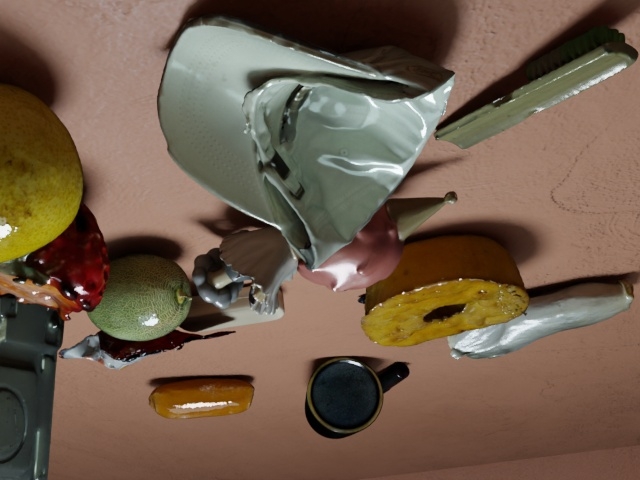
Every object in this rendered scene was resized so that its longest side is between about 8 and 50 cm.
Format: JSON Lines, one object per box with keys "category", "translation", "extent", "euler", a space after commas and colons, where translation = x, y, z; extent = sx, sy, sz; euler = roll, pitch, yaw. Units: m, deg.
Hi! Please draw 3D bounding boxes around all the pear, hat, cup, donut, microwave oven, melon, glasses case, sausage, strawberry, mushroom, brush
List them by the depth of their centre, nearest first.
{"category": "pear", "translation": [-0.359, -0.072, 0.989], "extent": [0.209, 0.208, 0.209], "euler": [-3, 155, -2]}
{"category": "hat", "translation": [-0.023, -0.139, 0.990], "extent": [0.301, 0.168, 0.258], "euler": [27, 125, -9]}
{"category": "brush", "translation": [0.235, -0.170, 1.048], "extent": [0.054, 0.048, 0.282], "euler": [14, 157, -29]}
{"category": "strawberry", "translation": [-0.379, 0.010, 1.236], "extent": [0.253, 0.150, 0.280], "euler": [7, 164, 28]}
{"category": "microwave oven", "translation": [-0.569, 0.259, 1.372], "extent": [0.247, 0.394, 0.333], "euler": [-7, 164, 22]}
{"category": "melon", "translation": [-0.276, 0.087, 1.412], "extent": [0.192, 0.139, 0.139], "euler": [-5, 158, 29]}
{"category": "donut", "translation": [0.198, 0.082, 1.501], "extent": [0.278, 0.108, 0.277], "euler": [-5, 152, -3]}
{"category": "glasses case", "translation": [-0.160, 0.120, 1.608], "extent": [0.196, 0.050, 0.083], "euler": [-9, 158, 13]}
{"category": "mushroom", "translation": [0.405, 0.143, 1.693], "extent": [0.351, 0.097, 0.109], "euler": [-18, 152, 23]}
{"category": "cup", "translation": [0.080, 0.361, 2.038], "extent": [0.239, 0.166, 0.177], "euler": [1, 159, -7]}
{"category": "sausage", "translation": [-0.266, 0.354, 2.056], "extent": [0.238, 0.098, 0.098], "euler": [-1, 155, -8]}

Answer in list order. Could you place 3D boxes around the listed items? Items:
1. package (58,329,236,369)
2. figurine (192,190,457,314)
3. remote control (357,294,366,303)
{"category": "package", "translation": [-0.292, 0.167, 1.520], "extent": [0.194, 0.071, 0.269], "euler": [6, -169, 35]}
{"category": "figurine", "translation": [0.000, 0.000, 1.268], "extent": [0.387, 0.166, 0.207], "euler": [-21, -176, 28]}
{"category": "remote control", "translation": [0.110, 0.096, 1.640], "extent": [0.039, 0.014, 0.096], "euler": [19, 148, -37]}
